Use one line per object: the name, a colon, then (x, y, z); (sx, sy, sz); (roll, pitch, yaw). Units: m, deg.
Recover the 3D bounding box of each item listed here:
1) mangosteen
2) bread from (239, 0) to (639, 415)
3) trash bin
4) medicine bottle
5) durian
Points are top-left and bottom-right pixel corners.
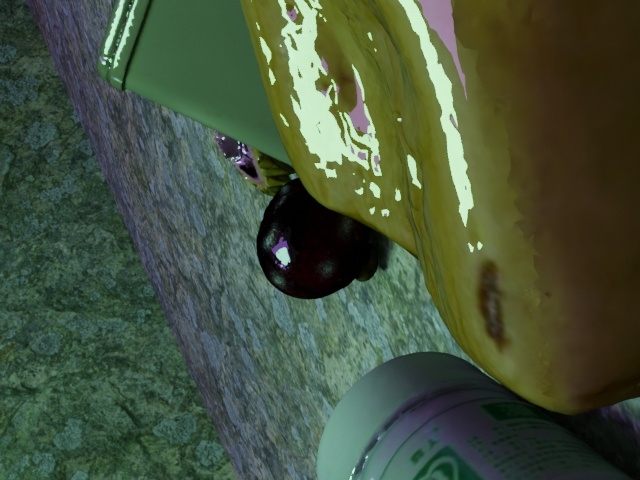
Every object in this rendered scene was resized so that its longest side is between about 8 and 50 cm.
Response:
mangosteen: (0.000, 0.000, 1.290); (0.152, 0.152, 0.152); (57, 160, 36)
bread: (0.114, -0.116, 0.592); (0.361, 0.250, 0.394); (-135, 26, -60)
trash bin: (-0.039, -0.178, 0.919); (0.243, 0.247, 0.121); (-57, 8, 44)
medicine bottle: (0.152, 0.246, 0.944); (0.325, 0.212, 0.212); (36, 143, 62)
durian: (-0.084, -0.191, 1.370); (0.191, 0.112, 0.341); (31, 148, 50)
